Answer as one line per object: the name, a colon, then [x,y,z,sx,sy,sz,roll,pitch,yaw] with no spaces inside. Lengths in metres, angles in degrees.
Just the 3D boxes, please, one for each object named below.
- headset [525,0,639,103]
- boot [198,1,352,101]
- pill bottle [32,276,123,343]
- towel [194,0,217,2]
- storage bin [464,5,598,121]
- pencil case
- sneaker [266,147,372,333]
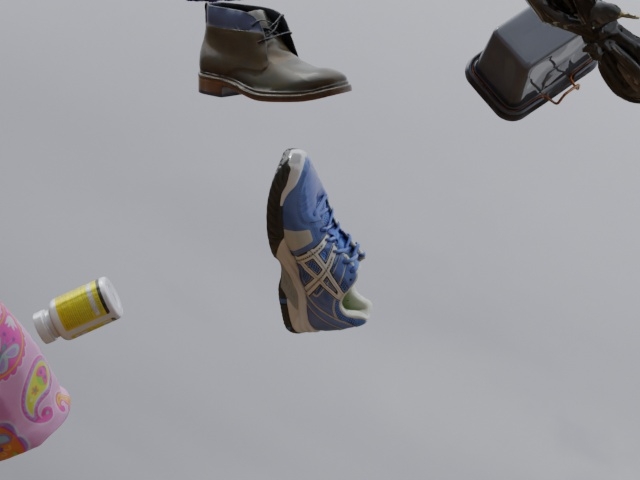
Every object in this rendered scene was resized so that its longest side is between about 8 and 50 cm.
headset: [0.277,-0.269,1.136,0.185,0.394,0.243,37,-23,-22]
boot: [-0.058,-0.214,1.837,0.219,0.106,0.082,8,17,38]
pill bottle: [-0.342,0.102,2.285,0.065,0.116,0.065,-24,90,-86]
towel: [-0.011,-0.307,1.441,0.228,0.308,0.076,-10,-55,9]
storage bin: [0.226,-0.193,1.643,0.098,0.135,0.091,51,-16,15]
pencil case: [-0.371,0.092,1.654,0.124,0.124,0.284,3,-48,52]
sneaker: [0.000,0.000,1.521,0.081,0.080,0.211,4,-47,17]
